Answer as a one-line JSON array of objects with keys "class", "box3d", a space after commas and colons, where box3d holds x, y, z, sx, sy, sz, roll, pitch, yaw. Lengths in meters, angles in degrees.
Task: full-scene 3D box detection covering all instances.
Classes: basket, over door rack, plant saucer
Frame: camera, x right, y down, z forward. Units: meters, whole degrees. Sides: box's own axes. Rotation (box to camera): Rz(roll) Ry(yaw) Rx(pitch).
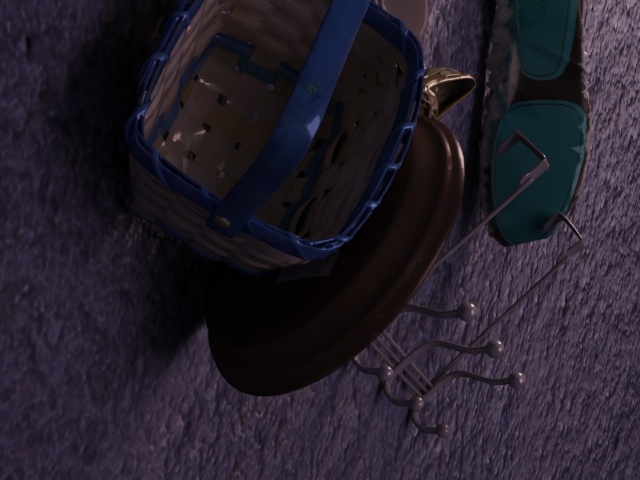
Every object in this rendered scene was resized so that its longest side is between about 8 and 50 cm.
[{"class": "basket", "box3d": [-0.022, -0.115, 0.971, 0.255, 0.201, 0.289, -66, -174, -25]}, {"class": "over door rack", "box3d": [0.194, 0.068, 1.527, 0.324, 0.108, 0.239, -52, 147, -7]}, {"class": "plant saucer", "box3d": [0.000, 0.000, 1.086, 0.041, 0.278, 0.278, 40, 58, -29]}]

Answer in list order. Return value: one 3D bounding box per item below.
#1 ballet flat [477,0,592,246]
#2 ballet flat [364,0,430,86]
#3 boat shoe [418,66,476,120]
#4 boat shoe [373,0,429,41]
[{"class": "ballet flat", "box3d": [0.278, -0.196, 1.710, 0.147, 0.147, 0.409, -8, 105, -62]}, {"class": "ballet flat", "box3d": [0.076, -0.175, 1.383, 0.250, 0.058, 0.084, -67, 150, -27]}, {"class": "boat shoe", "box3d": [0.127, -0.159, 1.499, 0.153, 0.048, 0.056, -38, 129, -54]}, {"class": "boat shoe", "box3d": [0.026, -0.336, 1.231, 0.112, 0.095, 0.335, -28, 118, -42]}]
